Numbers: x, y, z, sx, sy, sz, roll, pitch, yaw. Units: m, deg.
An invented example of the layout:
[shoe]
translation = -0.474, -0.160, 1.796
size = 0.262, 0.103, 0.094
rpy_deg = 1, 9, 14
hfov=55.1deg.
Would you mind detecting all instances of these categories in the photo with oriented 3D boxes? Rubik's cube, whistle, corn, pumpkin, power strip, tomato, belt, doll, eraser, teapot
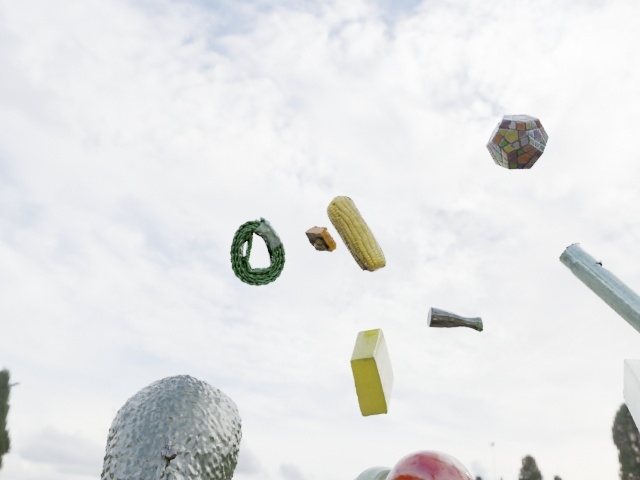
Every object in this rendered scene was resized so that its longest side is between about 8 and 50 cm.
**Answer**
[Rubik's cube]
translation = 0.362, -0.182, 1.129
size = 0.111, 0.111, 0.093
rpy_deg = 2, -68, 6
[whistle]
translation = 0.611, 0.118, 1.241
size = 0.062, 0.312, 0.062
rpy_deg = -17, -46, -19
[corn]
translation = 0.080, -0.015, 1.382
size = 0.072, 0.203, 0.072
rpy_deg = -26, -23, -12
[pumpkin]
translation = 0.000, 0.000, 1.852
size = 0.074, 0.054, 0.083
rpy_deg = -1, -49, 47
[power strip]
translation = 0.708, 0.349, 1.343
size = 0.043, 0.106, 0.367
rpy_deg = 1, 5, 18
[tomato]
translation = 0.205, 0.489, 1.135
size = 0.195, 0.195, 0.136
rpy_deg = -17, -21, 34
[belt]
translation = -0.138, 0.025, 1.341
size = 0.121, 0.151, 0.079
rpy_deg = -8, 3, -4
[doll]
translation = -0.261, 0.392, 1.043
size = 0.247, 0.349, 0.247
rpy_deg = -1, -71, -2
[eraser]
translation = 0.082, 0.207, 0.971
size = 0.045, 0.097, 0.122
rpy_deg = -11, 11, 14
[teapot]
translation = 0.276, 0.165, 1.254
size = 0.110, 0.043, 0.043
rpy_deg = 9, -29, 0

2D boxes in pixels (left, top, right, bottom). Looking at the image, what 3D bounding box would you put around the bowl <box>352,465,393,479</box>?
[bowl]
translation = 0.149, 0.578, 1.332
size = 0.211, 0.211, 0.112
rpy_deg = 13, -59, -14
